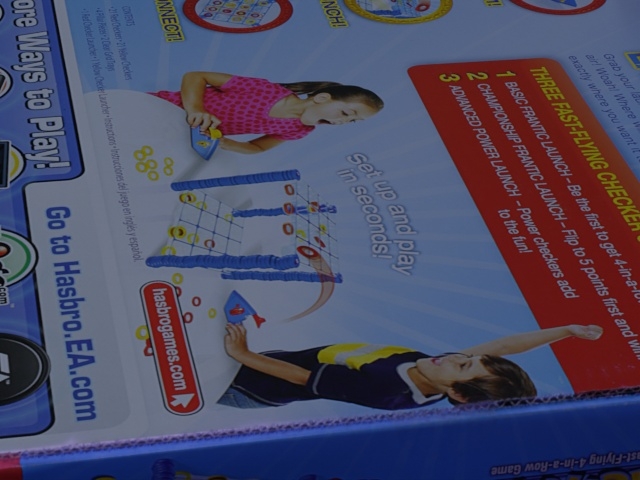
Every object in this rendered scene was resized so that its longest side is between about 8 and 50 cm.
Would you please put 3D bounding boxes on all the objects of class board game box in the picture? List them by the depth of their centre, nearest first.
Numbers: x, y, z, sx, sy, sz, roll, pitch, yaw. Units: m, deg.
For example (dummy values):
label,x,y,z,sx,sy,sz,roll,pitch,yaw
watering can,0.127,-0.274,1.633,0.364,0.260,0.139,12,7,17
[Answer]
label,x,y,z,sx,sy,sz,roll,pitch,yaw
board game box,0.000,0.000,0.623,0.302,0.086,0.308,-4,34,-11
